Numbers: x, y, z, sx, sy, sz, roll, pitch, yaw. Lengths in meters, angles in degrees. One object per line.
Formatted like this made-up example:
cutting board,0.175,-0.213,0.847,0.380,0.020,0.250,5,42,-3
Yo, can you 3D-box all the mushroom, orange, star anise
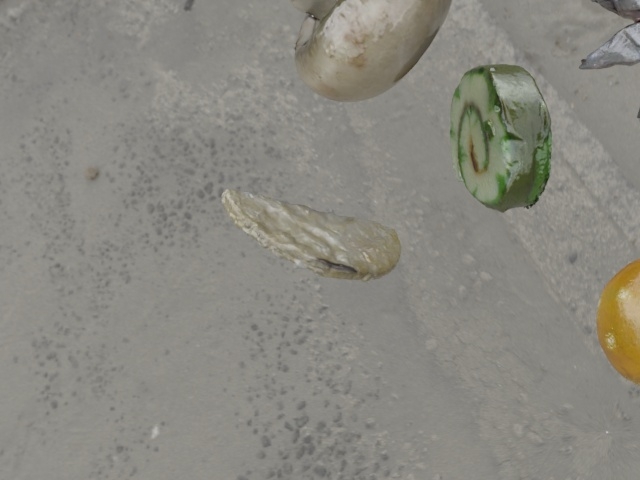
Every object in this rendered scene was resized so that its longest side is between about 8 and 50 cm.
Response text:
mushroom,0.065,-0.437,1.243,0.295,0.362,0.362,30,87,-18
orange,0.381,0.090,0.740,0.156,0.124,0.156,-1,106,-2
star anise,0.533,-0.346,1.051,0.360,0.139,0.315,20,93,12

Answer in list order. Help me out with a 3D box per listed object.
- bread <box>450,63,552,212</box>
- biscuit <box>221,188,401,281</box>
bread,0.422,-0.239,1.671,0.129,0.382,0.365,-6,70,-8
biscuit,0.004,0.003,0.840,0.032,0.250,0.133,-62,30,28
